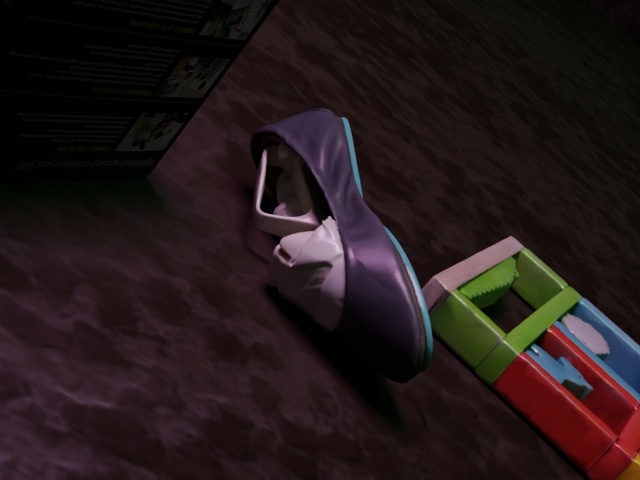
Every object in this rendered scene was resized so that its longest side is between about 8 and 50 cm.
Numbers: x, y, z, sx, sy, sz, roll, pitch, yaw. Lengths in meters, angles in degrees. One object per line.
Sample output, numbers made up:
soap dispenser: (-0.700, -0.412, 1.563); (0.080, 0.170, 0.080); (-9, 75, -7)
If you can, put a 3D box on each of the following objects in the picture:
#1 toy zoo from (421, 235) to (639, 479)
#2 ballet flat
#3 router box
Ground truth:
toy zoo: (0.201, 0.115, 0.827); (0.293, 0.030, 0.192); (43, 21, 12)
ballet flat: (0.000, 0.000, 0.701); (0.074, 0.074, 0.203); (23, 32, -34)
router box: (-0.109, -0.090, 0.601); (0.046, 0.133, 0.179); (46, 22, 18)
